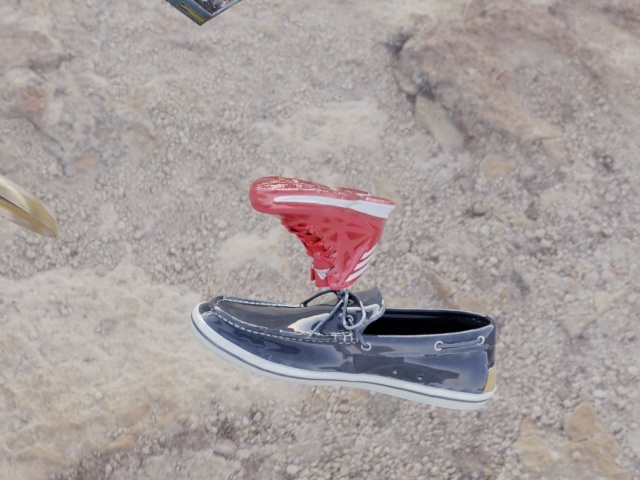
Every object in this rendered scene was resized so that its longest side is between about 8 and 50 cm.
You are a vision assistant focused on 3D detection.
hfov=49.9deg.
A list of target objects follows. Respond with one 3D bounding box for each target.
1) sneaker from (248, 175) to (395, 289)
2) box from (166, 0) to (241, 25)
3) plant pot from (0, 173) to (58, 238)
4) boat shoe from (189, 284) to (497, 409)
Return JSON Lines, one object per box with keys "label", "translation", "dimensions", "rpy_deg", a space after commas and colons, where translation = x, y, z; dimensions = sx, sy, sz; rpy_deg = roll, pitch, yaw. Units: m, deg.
{"label": "sneaker", "translation": [0.000, 0.000, 0.804], "dimensions": [0.221, 0.128, 0.087], "rpy_deg": [5, 12, -43]}
{"label": "box", "translation": [-0.164, -0.388, 0.924], "dimensions": [0.159, 0.233, 0.044], "rpy_deg": [-25, 76, 17]}
{"label": "plant pot", "translation": [-0.495, -0.076, 1.029], "dimensions": [0.236, 0.236, 0.032], "rpy_deg": [27, 73, 0]}
{"label": "boat shoe", "translation": [0.047, 0.142, 1.091], "dimensions": [0.500, 0.156, 0.187], "rpy_deg": [11, 15, -4]}
